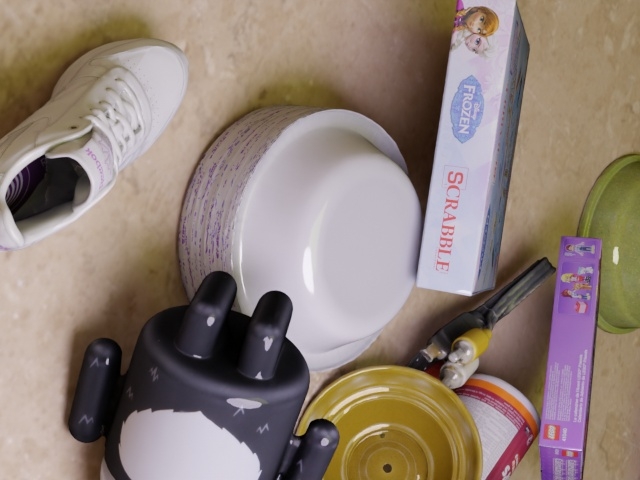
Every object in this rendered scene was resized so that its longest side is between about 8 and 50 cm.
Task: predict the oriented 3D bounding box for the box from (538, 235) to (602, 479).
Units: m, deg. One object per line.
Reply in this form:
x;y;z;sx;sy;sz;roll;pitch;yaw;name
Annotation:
0.329;0.169;1.712;0.201;0.057;0.293;70;28;-60;box

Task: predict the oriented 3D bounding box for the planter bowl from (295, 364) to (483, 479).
0.078;0.260;1.524;0.090;0.217;0.217;82;31;-72;planter bowl

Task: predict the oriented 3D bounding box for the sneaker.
-0.205;-0.079;1.165;0.305;0.152;0.114;-45;124;-33;sneaker

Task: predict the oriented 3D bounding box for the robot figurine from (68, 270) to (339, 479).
-0.112;0.174;1.252;0.174;0.209;0.278;-5;122;-46;robot figurine

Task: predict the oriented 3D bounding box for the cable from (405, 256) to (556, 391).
0.205;0.120;1.642;0.287;0.139;0.072;-28;71;-44;cable

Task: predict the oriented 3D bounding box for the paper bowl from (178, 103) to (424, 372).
0.000;0.000;1.394;0.284;0.148;0.284;-10;104;-46;paper bowl

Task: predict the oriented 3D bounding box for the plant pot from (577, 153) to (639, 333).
0.551;0.019;1.887;0.276;0.254;0.276;-9;102;-44;plant pot

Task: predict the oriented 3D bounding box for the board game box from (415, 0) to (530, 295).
0.183;-0.100;1.514;0.318;0.066;0.318;7;91;-78;board game box

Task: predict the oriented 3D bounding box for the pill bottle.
0.173;0.283;1.635;0.221;0.121;0.121;-50;128;-28;pill bottle
